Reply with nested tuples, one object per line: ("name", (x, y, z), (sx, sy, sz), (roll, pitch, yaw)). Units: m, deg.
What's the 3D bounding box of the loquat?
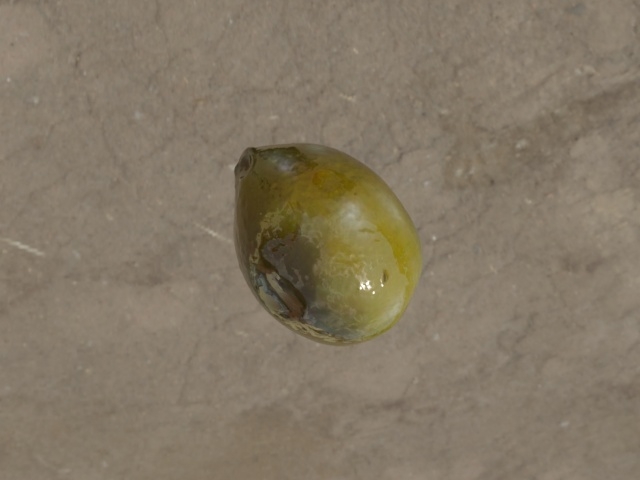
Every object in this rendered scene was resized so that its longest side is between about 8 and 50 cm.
("loquat", (0.000, 0.000, 0.744), (0.195, 0.152, 0.152), (44, 118, -12))
